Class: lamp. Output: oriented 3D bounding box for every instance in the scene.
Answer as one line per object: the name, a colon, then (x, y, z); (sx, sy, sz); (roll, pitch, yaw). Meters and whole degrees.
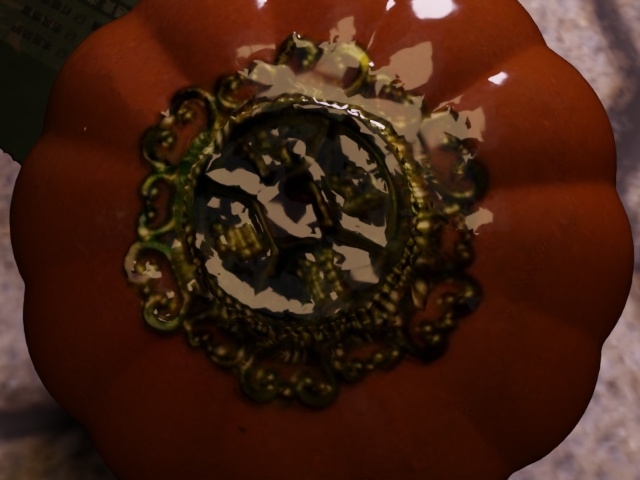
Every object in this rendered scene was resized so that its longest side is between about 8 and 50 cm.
lamp: (0.000, 0.000, 0.648); (0.223, 0.196, 0.223); (0, 86, 4)

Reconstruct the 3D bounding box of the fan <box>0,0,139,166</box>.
fan: (-0.004, -0.106, 0.747); (0.294, 0.012, 0.223); (-32, 92, 4)
